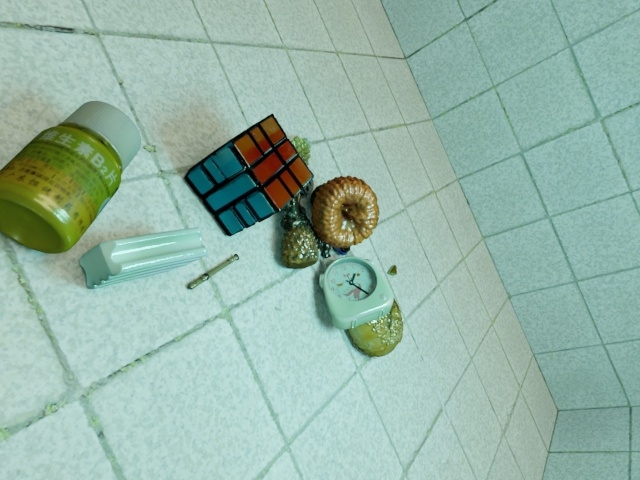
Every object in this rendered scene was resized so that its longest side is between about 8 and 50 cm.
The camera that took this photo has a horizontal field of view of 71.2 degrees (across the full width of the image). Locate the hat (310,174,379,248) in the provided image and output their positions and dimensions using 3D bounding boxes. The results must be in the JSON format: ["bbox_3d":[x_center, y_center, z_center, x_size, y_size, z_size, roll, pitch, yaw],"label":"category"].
[{"bbox_3d":[0.090,-0.155,1.854,0.285,0.285,0.400,49,12,-22],"label":"hat"}]

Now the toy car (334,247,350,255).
[{"bbox_3d":[0.082,-0.036,2.047,0.103,0.063,0.216,-5,82,-50],"label":"toy car"}]

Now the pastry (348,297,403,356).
[{"bbox_3d":[0.257,0.359,1.963,0.315,0.184,0.285,39,47,-32],"label":"pastry"}]

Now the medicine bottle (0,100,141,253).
[{"bbox_3d":[-0.634,-0.173,1.141,0.224,0.224,0.385,43,43,-28],"label":"medicine bottle"}]

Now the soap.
[{"bbox_3d":[-0.486,0.043,1.249,0.289,0.172,0.095,-14,83,-51],"label":"soap"}]

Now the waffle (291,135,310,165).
[{"bbox_3d":[-0.097,-0.353,1.943,0.169,0.036,0.184,27,80,-61],"label":"waffle"}]

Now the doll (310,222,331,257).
[{"bbox_3d":[0.000,0.000,1.942,0.139,0.057,0.165,-14,88,-54],"label":"doll"}]

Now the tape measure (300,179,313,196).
[{"bbox_3d":[-0.070,-0.245,1.960,0.094,0.054,0.091,45,60,-53],"label":"tape measure"}]

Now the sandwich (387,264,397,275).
[{"bbox_3d":[0.377,0.162,2.323,0.044,0.031,0.083,55,42,-9],"label":"sandwich"}]

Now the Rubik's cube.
[{"bbox_3d":[-0.247,-0.226,1.575,0.283,0.288,0.293,58,37,-14],"label":"Rubik's cube"}]

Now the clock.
[{"bbox_3d":[0.131,0.190,1.859,0.265,0.109,0.324,-17,55,-12],"label":"clock"}]

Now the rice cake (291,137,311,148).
[{"bbox_3d":[-0.159,-0.388,1.930,0.336,0.066,0.063,-28,90,-51],"label":"rice cake"}]

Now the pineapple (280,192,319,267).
[{"bbox_3d":[-0.099,-0.071,1.781,0.165,0.165,0.365,10,63,-47],"label":"pineapple"}]

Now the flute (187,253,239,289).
[{"bbox_3d":[-0.355,0.103,1.494,0.233,0.027,0.027,-38,102,-50],"label":"flute"}]
